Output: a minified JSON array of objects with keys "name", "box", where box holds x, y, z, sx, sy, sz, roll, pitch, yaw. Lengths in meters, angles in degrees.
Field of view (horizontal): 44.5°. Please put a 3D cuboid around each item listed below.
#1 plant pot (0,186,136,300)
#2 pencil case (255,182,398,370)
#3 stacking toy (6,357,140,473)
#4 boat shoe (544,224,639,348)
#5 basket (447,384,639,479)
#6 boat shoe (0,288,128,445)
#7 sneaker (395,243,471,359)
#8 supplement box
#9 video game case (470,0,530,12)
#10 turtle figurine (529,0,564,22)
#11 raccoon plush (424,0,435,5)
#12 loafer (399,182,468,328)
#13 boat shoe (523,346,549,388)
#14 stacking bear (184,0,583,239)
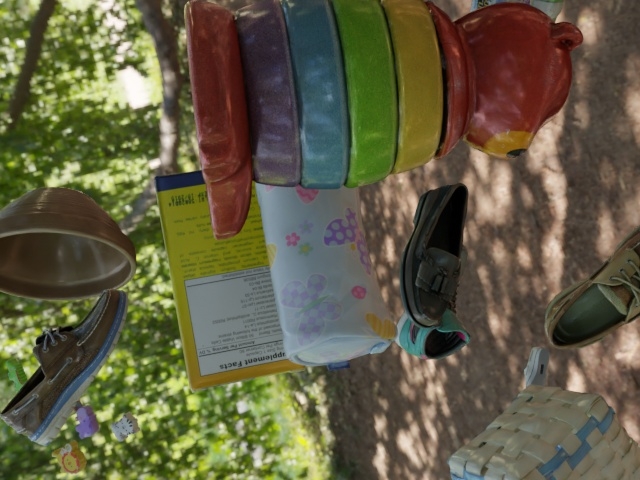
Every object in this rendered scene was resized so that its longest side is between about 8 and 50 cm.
[{"name":"plant pot","box":[-0.397,-0.004,1.175,0.237,0.237,0.110,100,165,-60]},{"name":"pencil case","box":[0.000,0.000,0.860,0.113,0.124,0.273,79,179,-71]},{"name":"stacking toy","box":[-0.426,0.279,1.361,0.221,0.052,0.167,58,-157,7]},{"name":"boat shoe","box":[0.508,0.082,1.303,0.122,0.120,0.324,45,118,7]},{"name":"basket","box":[0.305,0.343,0.980,0.201,0.254,0.289,-10,109,59]},{"name":"boat shoe","box":[-0.270,0.125,0.827,0.066,0.183,0.066,33,171,-25]},{"name":"sneaker","box":[0.290,0.155,1.815,0.296,0.123,0.178,-66,29,10]},{"name":"supplement box","box":[-0.159,0.055,1.354,0.195,0.194,0.357,179,82,-81]},{"name":"video game case","box":[0.410,-0.534,1.605,0.061,0.269,0.244,22,117,36]},{"name":"turtle figurine","box":[0.134,-0.270,0.747,0.274,0.266,0.198,8,110,66]},{"name":"raccoon plush","box":[0.033,-0.332,1.487,0.299,0.216,0.446,31,127,12]},{"name":"loafer","box":[0.197,0.015,1.316,0.084,0.096,0.268,-32,39,49]},{"name":"boat shoe","box":[0.389,0.242,1.429,0.035,0.035,0.100,5,82,65]},{"name":"stacking bear","box":[0.050,-0.114,0.598,0.175,0.288,0.164,100,162,-69]}]
